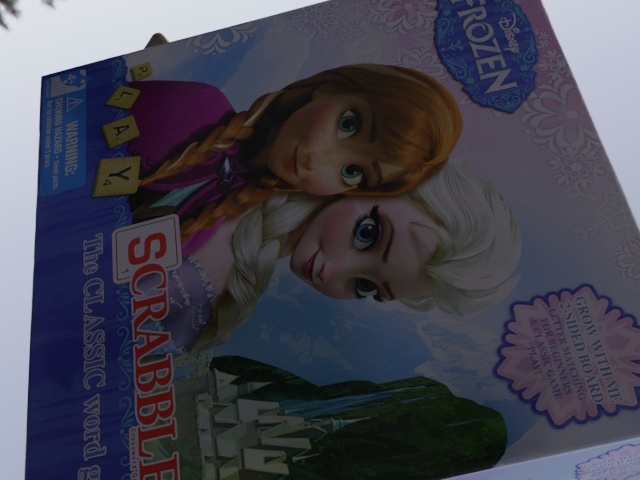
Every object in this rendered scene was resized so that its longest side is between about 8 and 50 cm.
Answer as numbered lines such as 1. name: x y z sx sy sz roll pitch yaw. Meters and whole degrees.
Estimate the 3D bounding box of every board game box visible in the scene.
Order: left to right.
1. board game box: 0.000 0.000 0.498 0.318 0.066 0.318 -14 -124 5

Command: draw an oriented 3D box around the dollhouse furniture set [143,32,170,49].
1. dollhouse furniture set: -0.083 -0.048 0.779 0.259 0.262 0.135 52 -58 30
